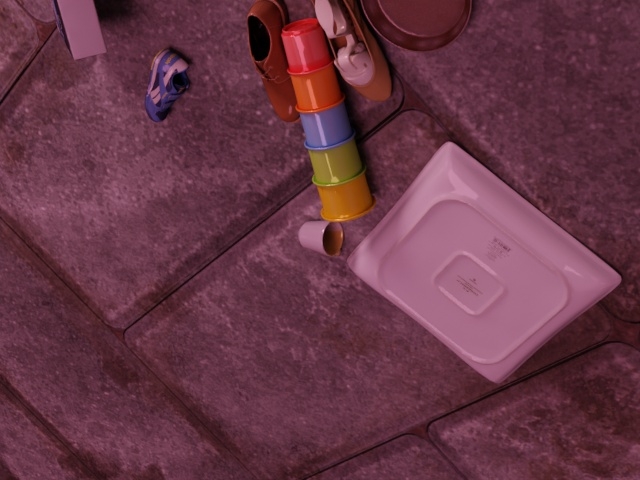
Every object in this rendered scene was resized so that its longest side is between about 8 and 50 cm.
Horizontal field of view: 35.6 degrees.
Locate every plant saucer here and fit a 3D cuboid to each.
[{"bbox_3d":[0.136,-0.348,1.402,0.168,0.029,0.168,17,131,20],"label":"plant saucer"}]

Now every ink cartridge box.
[{"bbox_3d":[-0.415,-0.466,1.563,0.165,0.065,0.333,-127,25,-54],"label":"ink cartridge box"}]

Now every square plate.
[{"bbox_3d":[0.246,0.058,1.625,0.347,0.049,0.344,38,134,0],"label":"square plate"}]

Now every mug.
[{"bbox_3d":[-0.002,0.000,1.725,0.064,0.062,0.078,8,120,36],"label":"mug"}]

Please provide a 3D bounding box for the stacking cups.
[{"bbox_3d":[0.002,-0.184,1.558,0.096,0.096,0.316,0,123,31],"label":"stacking cups"}]

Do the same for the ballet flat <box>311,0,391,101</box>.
[{"bbox_3d":[0.035,-0.297,1.471,0.080,0.073,0.232,-9,118,36],"label":"ballet flat"}]

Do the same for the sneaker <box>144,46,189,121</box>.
[{"bbox_3d":[-0.259,-0.255,1.694,0.059,0.053,0.144,26,134,9],"label":"sneaker"}]

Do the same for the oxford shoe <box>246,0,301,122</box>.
[{"bbox_3d":[-0.077,-0.271,1.557,0.076,0.076,0.212,1,125,28],"label":"oxford shoe"}]
